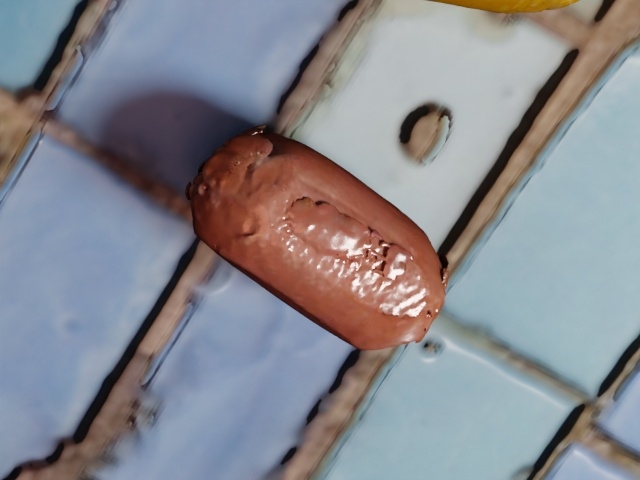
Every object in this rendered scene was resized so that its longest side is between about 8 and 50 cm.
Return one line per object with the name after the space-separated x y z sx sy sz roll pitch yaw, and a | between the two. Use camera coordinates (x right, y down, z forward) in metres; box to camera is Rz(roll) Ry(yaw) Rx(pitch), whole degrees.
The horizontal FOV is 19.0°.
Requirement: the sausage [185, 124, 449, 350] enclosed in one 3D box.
0.000 0.000 0.905 0.141 0.076 0.076 36 107 -16 | sausage

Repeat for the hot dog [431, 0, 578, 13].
0.017 -0.158 0.839 0.249 0.068 0.100 11 112 -9 | hot dog
